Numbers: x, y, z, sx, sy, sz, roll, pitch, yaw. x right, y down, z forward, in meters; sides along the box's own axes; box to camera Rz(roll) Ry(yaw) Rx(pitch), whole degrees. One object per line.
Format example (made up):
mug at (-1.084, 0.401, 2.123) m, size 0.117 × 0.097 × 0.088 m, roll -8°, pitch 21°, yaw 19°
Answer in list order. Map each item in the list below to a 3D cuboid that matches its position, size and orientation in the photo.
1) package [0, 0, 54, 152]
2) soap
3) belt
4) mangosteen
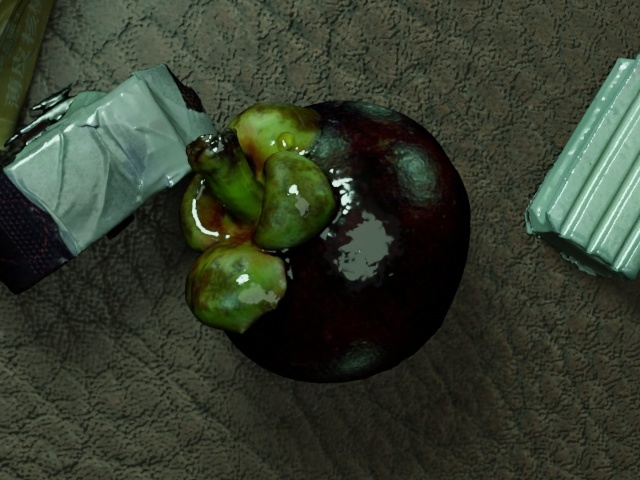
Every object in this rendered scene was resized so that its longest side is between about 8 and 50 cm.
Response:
package at (-0.346, -0.257, 1.081) m, size 0.221 × 0.165 × 0.311 m, roll 20°, pitch 90°, yaw -44°
soap at (0.382, -0.088, 1.333) m, size 0.150 × 0.094 × 0.261 m, roll 32°, pitch 89°, yaw -8°
belt at (-0.255, -0.081, 1.141) m, size 0.289 × 0.184 × 0.164 m, roll -36°, pitch 99°, yaw -13°
mangosteen at (0.007, 0.001, 1.140) m, size 0.330 × 0.330 × 0.330 m, roll -1°, pitch 95°, yaw -13°
